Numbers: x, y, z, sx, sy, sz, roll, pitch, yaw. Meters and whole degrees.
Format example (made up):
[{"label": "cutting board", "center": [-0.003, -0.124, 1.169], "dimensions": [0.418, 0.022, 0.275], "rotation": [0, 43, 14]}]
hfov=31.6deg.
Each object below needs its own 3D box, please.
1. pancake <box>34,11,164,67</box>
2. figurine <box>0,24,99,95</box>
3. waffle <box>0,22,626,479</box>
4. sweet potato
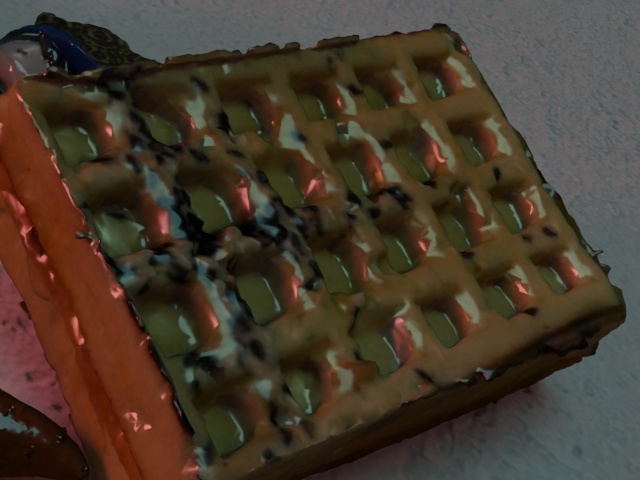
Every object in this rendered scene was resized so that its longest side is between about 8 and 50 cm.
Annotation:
[{"label": "pancake", "center": [-0.138, -0.137, 0.910], "dimensions": [0.190, 0.020, 0.184], "rotation": [34, 37, 7]}, {"label": "figurine", "center": [-0.214, -0.093, 0.767], "dimensions": [0.086, 0.087, 0.149], "rotation": [50, 53, 2]}, {"label": "waffle", "center": [0.000, 0.000, 0.691], "dimensions": [0.376, 0.114, 0.260], "rotation": [-13, 72, -42]}, {"label": "sweet potato", "center": [-0.238, 0.070, 0.559], "dimensions": [0.265, 0.057, 0.057], "rotation": [22, 36, -5]}]
